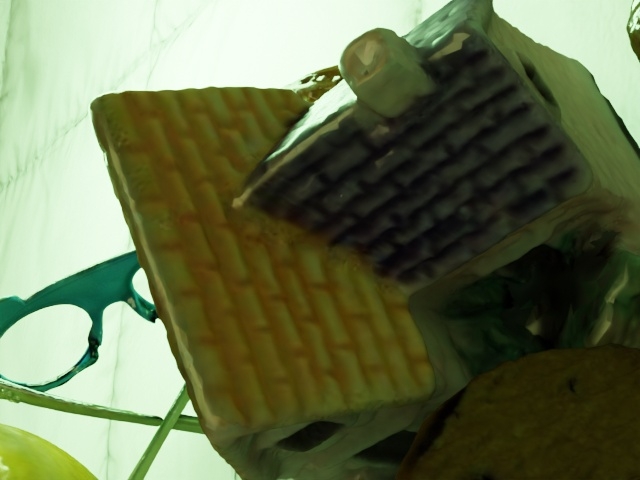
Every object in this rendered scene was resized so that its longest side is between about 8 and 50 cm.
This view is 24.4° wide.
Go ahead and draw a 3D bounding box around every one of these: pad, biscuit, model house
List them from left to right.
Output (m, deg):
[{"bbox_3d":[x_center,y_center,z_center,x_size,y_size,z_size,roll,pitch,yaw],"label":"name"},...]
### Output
[{"bbox_3d":[-0.105,0.249,1.175,0.156,0.004,0.232,-40,43,47],"label":"pad"},{"bbox_3d":[0.031,0.011,0.728,0.237,0.237,0.202,-30,63,26],"label":"model house"},{"bbox_3d":[0.131,0.124,0.611,0.212,0.212,0.036,-110,19,-47],"label":"biscuit"}]

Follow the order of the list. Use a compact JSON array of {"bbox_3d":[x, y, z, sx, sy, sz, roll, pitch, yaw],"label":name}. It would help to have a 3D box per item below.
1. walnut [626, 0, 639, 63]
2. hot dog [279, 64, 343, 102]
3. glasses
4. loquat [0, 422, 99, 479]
[{"bbox_3d":[0.218,-0.097,0.613,0.184,0.155,0.155,31,104,59],"label":"walnut"},{"bbox_3d":[0.000,0.000,0.986,0.272,0.122,0.196,-46,44,44],"label":"hot dog"},{"bbox_3d":[-0.139,0.115,1.144,0.102,0.239,0.207,59,-169,-77],"label":"glasses"},{"bbox_3d":[-0.273,0.295,1.139,0.359,0.328,0.328,-16,62,41],"label":"loquat"}]
